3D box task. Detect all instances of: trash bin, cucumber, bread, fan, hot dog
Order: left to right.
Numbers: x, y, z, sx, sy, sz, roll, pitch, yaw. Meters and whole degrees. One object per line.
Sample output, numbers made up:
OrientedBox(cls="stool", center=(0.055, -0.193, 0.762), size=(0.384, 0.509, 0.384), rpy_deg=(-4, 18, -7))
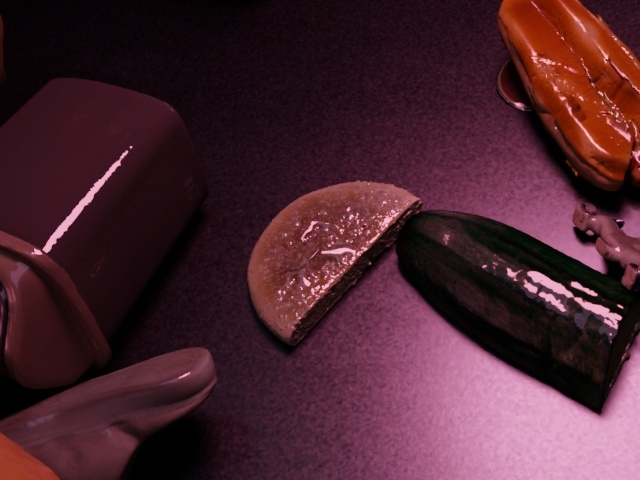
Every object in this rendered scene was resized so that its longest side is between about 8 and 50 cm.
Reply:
OrientedBox(cls="trash bin", center=(-0.252, -0.005, 1.112), size=(0.209, 0.182, 0.290), rpy_deg=(14, 54, 29))
OrientedBox(cls="bread", center=(-0.005, 0.001, 1.133), size=(0.112, 0.036, 0.193), rpy_deg=(32, 67, 32))
OrientedBox(cls="cucumber", center=(0.165, 0.036, 1.052), size=(0.244, 0.063, 0.115), rpy_deg=(26, 64, 30))
OrientedBox(cls="fan", center=(0.242, -0.173, 1.217), size=(0.133, 0.005, 0.085), rpy_deg=(-24, 54, -3))
OrientedBox(cls="hot dog", center=(0.252, -0.152, 1.154), size=(0.109, 0.072, 0.269), rpy_deg=(-23, 57, -3))

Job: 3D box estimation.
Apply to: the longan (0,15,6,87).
OrientedBox(cls="longan", center=(-0.516, -0.206, 1.154), size=(0.404, 0.404, 0.436), rpy_deg=(-50, 32, -22))

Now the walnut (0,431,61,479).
OrientedBox(cls="walnut", center=(-0.325, 0.268, 0.838), size=(0.383, 0.383, 0.384), rpy_deg=(-7, 53, 9))

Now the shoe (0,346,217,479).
OrientedBox(cls="shoe", center=(-0.193, 0.172, 1.028), size=(0.251, 0.103, 0.100), rpy_deg=(-22, 95, 13))

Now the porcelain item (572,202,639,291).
OrientedBox(cls="porcelain item", center=(0.279, 0.006, 1.054), size=(0.075, 0.021, 0.136), rpy_deg=(3, 28, -14))
